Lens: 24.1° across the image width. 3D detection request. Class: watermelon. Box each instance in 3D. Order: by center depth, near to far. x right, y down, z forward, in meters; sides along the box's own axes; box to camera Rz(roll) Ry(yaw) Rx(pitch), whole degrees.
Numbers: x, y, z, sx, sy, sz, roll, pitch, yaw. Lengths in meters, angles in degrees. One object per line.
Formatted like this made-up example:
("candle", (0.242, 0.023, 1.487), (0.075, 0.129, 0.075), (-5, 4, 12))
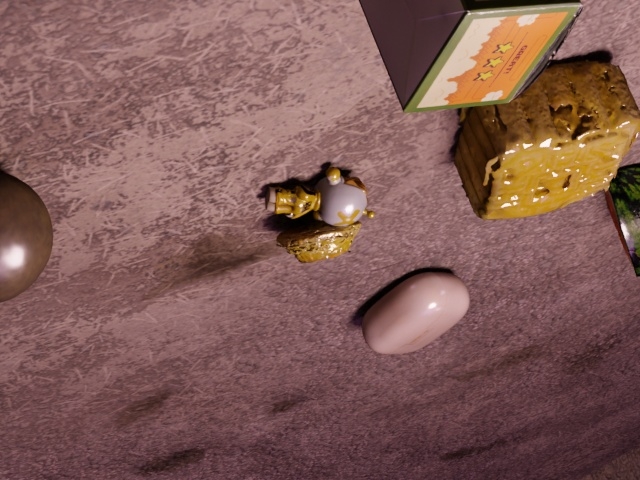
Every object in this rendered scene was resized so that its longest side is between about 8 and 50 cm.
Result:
("watermelon", (0.539, -0.056, 2.418), (0.145, 0.137, 0.193), (-20, 114, 3))

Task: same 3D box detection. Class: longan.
("longan", (-0.401, -0.007, 1.746), (0.167, 0.167, 0.187), (-30, 133, 22))

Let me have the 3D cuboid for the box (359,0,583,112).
("box", (0.147, -0.264, 1.555), (0.148, 0.195, 0.177), (-7, 153, -25))

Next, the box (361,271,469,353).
("box", (0.160, 0.124, 2.528), (0.146, 0.088, 0.200), (3, 146, -40))

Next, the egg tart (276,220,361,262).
("egg tart", (0.000, 0.000, 2.131), (0.130, 0.052, 0.130), (-11, -174, 1))

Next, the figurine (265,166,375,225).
("figurine", (-0.001, -0.058, 2.052), (0.143, 0.068, 0.101), (18, 136, -32))

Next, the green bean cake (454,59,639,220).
("green bean cake", (0.305, -0.130, 2.044), (0.224, 0.131, 0.230), (-13, 155, -11))
